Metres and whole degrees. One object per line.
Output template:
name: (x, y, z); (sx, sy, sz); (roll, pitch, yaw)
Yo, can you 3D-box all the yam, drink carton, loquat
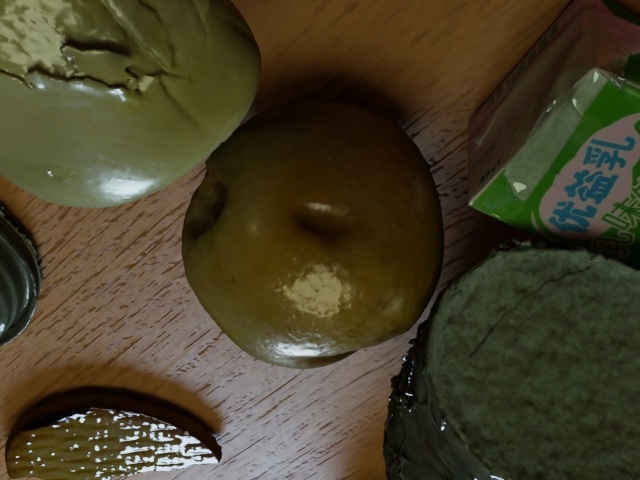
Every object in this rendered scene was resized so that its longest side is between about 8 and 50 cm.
yam: (0.174, 0.155, 0.994); (0.241, 0.241, 0.348); (5, 155, 2)
drink carton: (0.262, -0.052, 0.915); (0.271, 0.108, 0.161); (24, 133, -17)
loquat: (-0.002, 0.005, 0.943); (0.213, 0.213, 0.213); (3, 135, 3)

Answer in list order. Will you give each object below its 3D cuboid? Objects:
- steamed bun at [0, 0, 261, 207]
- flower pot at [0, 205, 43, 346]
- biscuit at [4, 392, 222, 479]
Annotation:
steamed bun: (-0.191, -0.129, 0.791); (0.273, 0.166, 0.232); (17, 166, 43)
flower pot: (-0.373, 0.058, 1.083); (0.235, 0.141, 0.235); (5, 137, 5)
biscuit: (-0.220, 0.220, 1.304); (0.228, 0.031, 0.176); (10, 136, -6)
